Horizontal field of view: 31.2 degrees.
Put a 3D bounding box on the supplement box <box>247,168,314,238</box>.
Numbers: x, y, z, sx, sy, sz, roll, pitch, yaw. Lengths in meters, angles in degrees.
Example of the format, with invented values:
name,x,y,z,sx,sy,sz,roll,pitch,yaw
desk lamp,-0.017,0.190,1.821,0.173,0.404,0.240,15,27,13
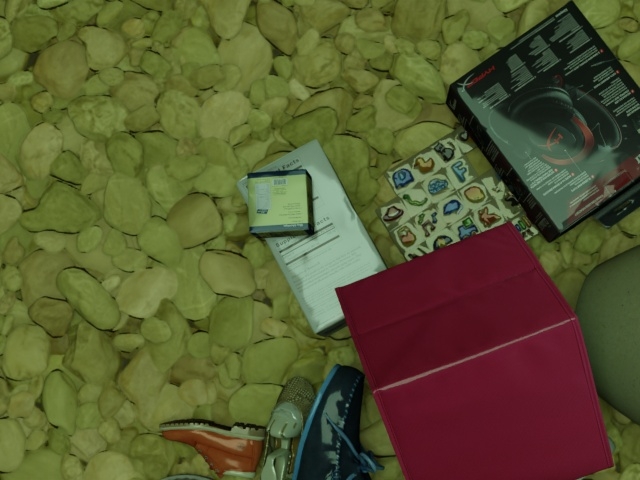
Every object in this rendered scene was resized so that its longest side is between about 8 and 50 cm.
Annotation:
name,x,y,z,sx,sy,sz,roll,pitch,yaw
supplement box,-0.054,-0.049,1.561,0.083,0.056,0.083,-4,82,7

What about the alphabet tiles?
name,x,y,z,sx,sy,sz,roll,pitch,yaw
alphabet tiles,0.212,-0.057,1.698,0.237,0.009,0.198,-32,82,2

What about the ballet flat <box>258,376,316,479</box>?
name,x,y,z,sx,sy,sz,roll,pitch,yaw
ballet flat,-0.051,0.299,1.653,0.073,0.067,0.206,3,82,27

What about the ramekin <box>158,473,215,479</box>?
name,x,y,z,sx,sy,sz,roll,pitch,yaw
ramekin,-0.201,0.443,1.638,0.207,0.109,0.207,-1,84,6

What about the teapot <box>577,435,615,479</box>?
name,x,y,z,sx,sy,sz,roll,pitch,yaw
teapot,0.256,0.374,1.558,0.252,0.187,0.256,8,84,6

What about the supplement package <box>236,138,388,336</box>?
name,x,y,z,sx,sy,sz,roll,pitch,yaw
supplement package,0.000,0.000,1.648,0.134,0.139,0.244,-28,80,2

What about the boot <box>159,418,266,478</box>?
name,x,y,z,sx,sy,sz,roll,pitch,yaw
boot,-0.162,0.304,1.676,0.158,0.059,0.085,8,90,6

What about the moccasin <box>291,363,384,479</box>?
name,x,y,z,sx,sy,sz,roll,pitch,yaw
moccasin,0.029,0.348,1.622,0.116,0.137,0.342,14,99,19

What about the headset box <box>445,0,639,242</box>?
name,x,y,z,sx,sy,sz,roll,pitch,yaw
headset box,0.352,-0.155,1.637,0.218,0.110,0.293,-35,82,-3

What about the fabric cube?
name,x,y,z,sx,sy,sz,roll,pitch,yaw
fabric cube,0.195,0.174,1.491,0.258,0.259,0.254,-21,120,1

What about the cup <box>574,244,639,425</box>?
name,x,y,z,sx,sy,sz,roll,pitch,yaw
cup,0.477,0.126,1.524,0.237,0.331,0.331,5,84,34
